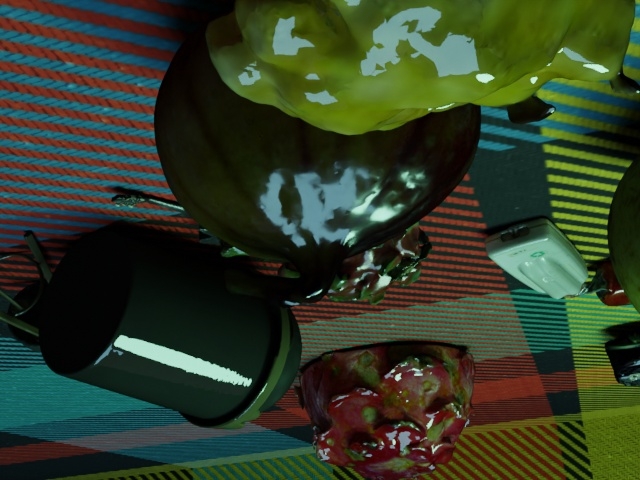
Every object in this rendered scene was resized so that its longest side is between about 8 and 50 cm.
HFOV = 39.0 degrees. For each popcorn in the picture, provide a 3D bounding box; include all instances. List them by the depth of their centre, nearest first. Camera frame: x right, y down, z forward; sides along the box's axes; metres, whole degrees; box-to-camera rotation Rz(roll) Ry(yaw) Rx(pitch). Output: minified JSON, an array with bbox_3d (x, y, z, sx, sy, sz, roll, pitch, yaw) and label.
[{"bbox_3d":[0.057,-0.151,0.481,0.253,0.191,0.190,-6,176,-24],"label":"popcorn"}]

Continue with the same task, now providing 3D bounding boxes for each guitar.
[{"bbox_3d":[-0.130,-0.022,1.014,0.233,0.025,0.088,14,154,-43],"label":"guitar"}]

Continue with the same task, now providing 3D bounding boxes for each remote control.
[{"bbox_3d":[0.301,0.030,1.229,0.090,0.049,0.230,-18,155,25],"label":"remote control"}]

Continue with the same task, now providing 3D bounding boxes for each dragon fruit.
[{"bbox_3d":[0.002,-0.001,0.959,0.235,0.135,0.137,-5,165,27],"label":"dragon fruit"},{"bbox_3d":[0.136,0.353,1.821,0.386,0.249,0.371,-16,153,23],"label":"dragon fruit"}]

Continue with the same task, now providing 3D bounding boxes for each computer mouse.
[{"bbox_3d":[0.636,0.223,1.776,0.137,0.096,0.233,-17,153,17],"label":"computer mouse"}]

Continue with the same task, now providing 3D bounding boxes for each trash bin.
[{"bbox_3d":[-0.159,0.117,1.129,0.214,0.214,0.333,-20,147,35],"label":"trash bin"}]

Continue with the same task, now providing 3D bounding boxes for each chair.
[{"bbox_3d":[-0.372,0.066,1.115,0.095,0.104,0.221,17,159,14],"label":"chair"}]

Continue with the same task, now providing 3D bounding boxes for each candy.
[{"bbox_3d":[0.490,0.056,1.332,0.292,0.059,0.086,-8,157,6],"label":"candy"}]

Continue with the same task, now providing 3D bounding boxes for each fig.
[{"bbox_3d":[0.000,-0.074,0.665,0.235,0.214,0.235,-27,157,-12],"label":"fig"}]

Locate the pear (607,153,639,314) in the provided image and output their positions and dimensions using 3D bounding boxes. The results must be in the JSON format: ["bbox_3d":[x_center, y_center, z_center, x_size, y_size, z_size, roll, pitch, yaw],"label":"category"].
[{"bbox_3d":[0.418,-0.010,0.861,0.283,0.284,0.283,-5,160,-2],"label":"pear"}]
